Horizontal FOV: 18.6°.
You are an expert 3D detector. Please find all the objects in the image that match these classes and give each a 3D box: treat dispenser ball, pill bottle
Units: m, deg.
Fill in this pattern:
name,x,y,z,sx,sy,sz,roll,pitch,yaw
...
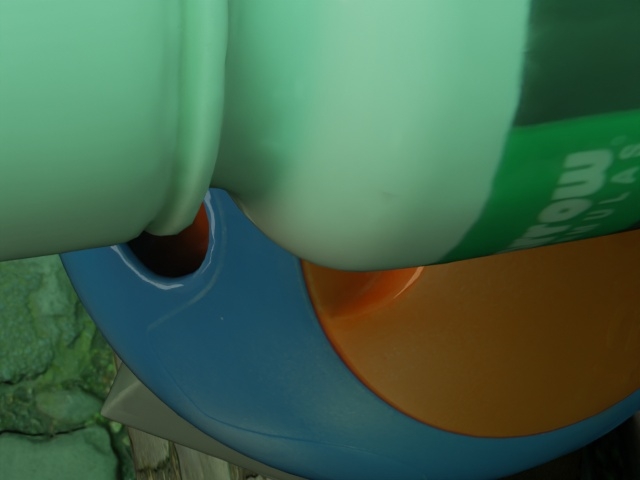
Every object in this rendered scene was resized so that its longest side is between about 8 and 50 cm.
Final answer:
name,x,y,z,sx,sy,sz,roll,pitch,yaw
treat dispenser ball,0.032,-0.047,0.762,0.288,0.288,0.288,171,90,-74
pill bottle,0.070,-0.103,0.473,0.204,0.361,0.204,171,90,-74

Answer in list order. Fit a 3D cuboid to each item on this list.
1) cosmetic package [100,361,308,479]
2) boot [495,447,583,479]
name,x,y,z,sx,sy,sz,roll,pitch,yaw
cosmetic package,0.000,0.000,1.022,0.224,0.138,0.224,142,148,-72
boot,0.085,0.101,1.072,0.305,0.112,0.115,170,122,-79
